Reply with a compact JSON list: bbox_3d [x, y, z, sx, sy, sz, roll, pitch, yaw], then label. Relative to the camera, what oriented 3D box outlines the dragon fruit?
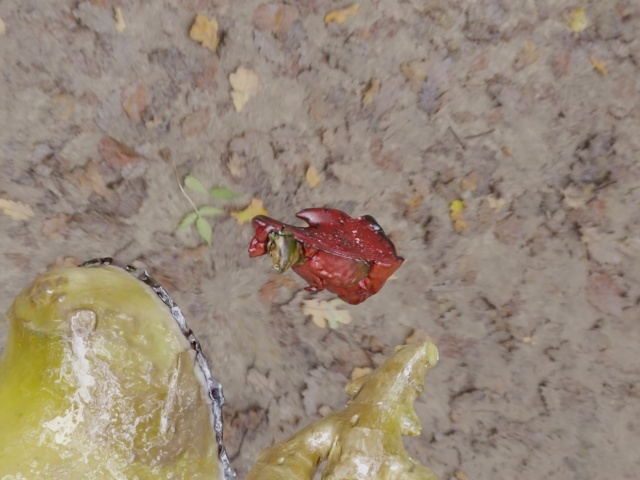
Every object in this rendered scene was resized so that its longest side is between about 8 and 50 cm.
[{"bbox_3d":[0.006,0.000,1.047,0.192,0.092,0.122,19,77,-18],"label":"dragon fruit"}]

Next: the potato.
[{"bbox_3d":[-0.276,0.229,0.742,0.290,0.296,0.397,18,102,29],"label":"potato"}]

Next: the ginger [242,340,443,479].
[{"bbox_3d":[0.052,0.332,1.386,0.363,0.122,0.348,-5,45,10],"label":"ginger"}]
